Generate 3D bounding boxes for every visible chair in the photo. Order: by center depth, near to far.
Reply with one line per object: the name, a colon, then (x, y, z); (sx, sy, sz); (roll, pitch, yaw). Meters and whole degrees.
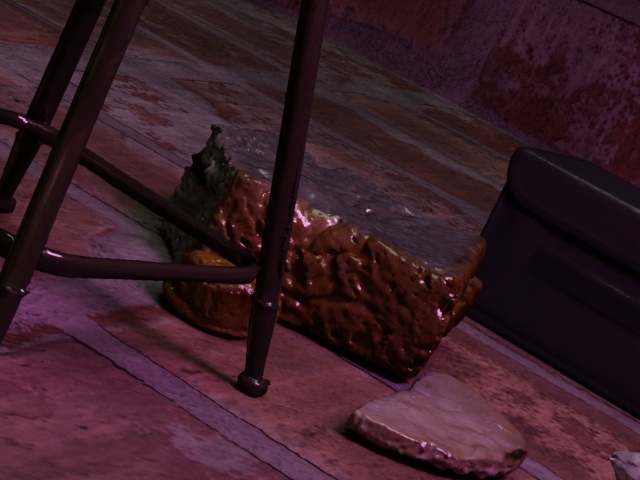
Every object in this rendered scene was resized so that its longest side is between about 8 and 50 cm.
chair: (-0.188, -0.141, 1.413); (0.362, 0.410, 0.364); (33, 15, 30)

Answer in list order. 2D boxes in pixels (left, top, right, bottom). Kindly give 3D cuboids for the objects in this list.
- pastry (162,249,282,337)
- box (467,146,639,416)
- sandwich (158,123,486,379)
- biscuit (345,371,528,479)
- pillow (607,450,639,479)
pastry: (-0.088, 0.048, 1.644); (0.109, 0.057, 0.097); (29, 12, 12)
box: (0.374, 0.061, 2.130); (0.345, 0.204, 0.251); (31, 13, 25)
sandwich: (0.000, 0.000, 1.835); (0.325, 0.131, 0.262); (26, 14, 8)
biscuit: (0.117, 0.168, 1.606); (0.133, 0.032, 0.250); (29, 13, 16)
pillow: (0.411, 0.274, 1.497); (0.283, 0.138, 0.310); (16, 17, -33)
